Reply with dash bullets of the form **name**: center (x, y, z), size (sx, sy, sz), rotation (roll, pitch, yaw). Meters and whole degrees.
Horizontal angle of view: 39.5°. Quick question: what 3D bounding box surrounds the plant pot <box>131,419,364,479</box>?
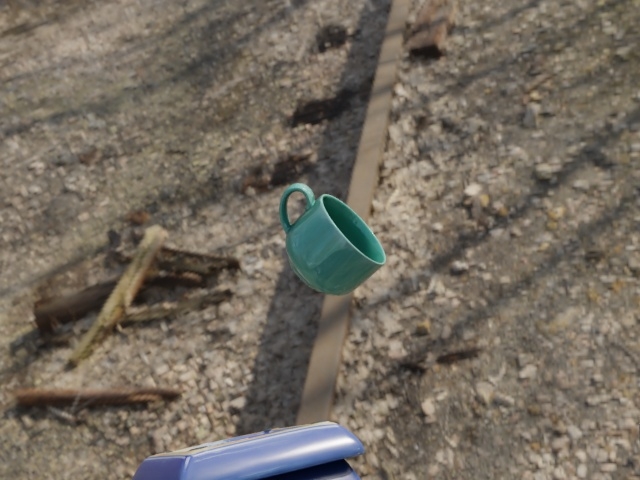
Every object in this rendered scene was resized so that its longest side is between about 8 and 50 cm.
- **plant pot**: center (-0.068, 0.312, 0.938), size (0.236, 0.212, 0.236), rotation (-7, -11, -27)

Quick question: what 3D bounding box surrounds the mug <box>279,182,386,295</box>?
- **mug**: center (0.007, 0.005, 1.262), size (0.097, 0.129, 0.157), rotation (-43, 61, 18)

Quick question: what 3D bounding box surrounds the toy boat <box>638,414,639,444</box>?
- **toy boat**: center (0.495, 0.318, 0.999), size (0.148, 0.318, 0.268), rotation (-37, 22, -30)
